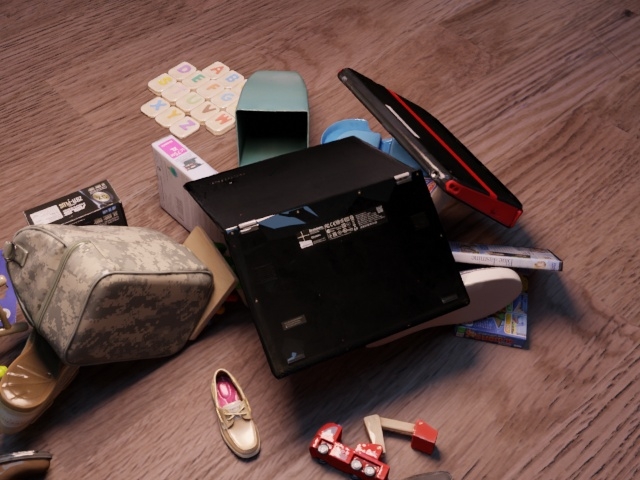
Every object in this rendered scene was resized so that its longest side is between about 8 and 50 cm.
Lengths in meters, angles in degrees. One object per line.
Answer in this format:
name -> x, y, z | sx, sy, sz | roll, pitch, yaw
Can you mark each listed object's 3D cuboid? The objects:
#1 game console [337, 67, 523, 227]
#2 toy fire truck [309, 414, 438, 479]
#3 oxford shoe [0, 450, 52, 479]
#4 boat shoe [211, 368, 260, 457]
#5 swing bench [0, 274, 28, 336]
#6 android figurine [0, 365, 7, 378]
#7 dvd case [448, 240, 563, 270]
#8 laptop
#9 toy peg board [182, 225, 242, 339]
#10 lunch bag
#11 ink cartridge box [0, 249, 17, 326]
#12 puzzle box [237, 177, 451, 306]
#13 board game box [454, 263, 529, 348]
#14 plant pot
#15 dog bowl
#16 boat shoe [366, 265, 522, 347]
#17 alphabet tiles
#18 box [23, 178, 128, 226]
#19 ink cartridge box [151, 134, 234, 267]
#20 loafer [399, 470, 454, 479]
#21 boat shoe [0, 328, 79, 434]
game console -> 0.227, -0.185, 1.507 | 0.342, 0.060, 0.386 | 13, 32, -49
toy fire truck -> 0.092, 0.350, 1.275 | 0.192, 0.047, 0.135 | 21, 51, 17
oxford shoe -> -0.545, 0.410, 1.199 | 0.227, 0.083, 0.096 | -20, 71, -16
boat shoe -> -0.155, 0.301, 1.302 | 0.063, 0.059, 0.170 | -20, 52, -18
swing bench -> -0.709, 0.086, 1.339 | 0.254, 0.165, 0.253 | -24, 52, -21
android figurine -> -0.681, 0.302, 1.293 | 0.248, 0.056, 0.273 | 32, 57, 24
dvd case -> 0.335, 0.027, 1.455 | 0.253, 0.022, 0.180 | 5, 7, 9
laptop -> 0.000, 0.000, 1.369 | 0.382, 0.236, 0.408 | -18, 84, -18
toy peg board -> -0.224, 0.086, 1.455 | 0.079, 0.161, 0.161 | 14, 30, -50
lunch bag -> -0.384, 0.072, 1.342 | 0.256, 0.213, 0.305 | 39, 20, 30
ink cartridge box -> -0.725, 0.098, 1.473 | 0.224, 0.045, 0.223 | -9, 50, -10
puzzle box -> 0.053, 0.004, 1.494 | 0.272, 0.052, 0.409 | 7, 43, 41
board game box -> 0.349, 0.115, 1.493 | 0.136, 0.035, 0.201 | 11, 50, 8
plant pot -> -0.108, -0.302, 1.768 | 0.165, 0.166, 0.234 | 1, 41, 0
dog bowl -> 0.148, -0.194, 1.731 | 0.297, 0.074, 0.166 | 9, 49, 7
boat shoe -> 0.204, 0.082, 1.433 | 0.340, 0.127, 0.158 | -15, 47, 1
alphabet tiles -> -0.310, -0.370, 1.906 | 0.284, 0.021, 0.278 | 35, 57, 26
box -> -0.493, -0.021, 1.515 | 0.180, 0.147, 0.077 | -25, 54, -22
ink cartridge box -> -0.229, -0.065, 1.534 | 0.065, 0.186, 0.311 | -33, 58, -29
loafer -> 0.147, 0.418, 1.208 | 0.170, 0.061, 0.062 | -19, 51, -18
boat shoe -> -0.488, 0.221, 1.331 | 0.109, 0.098, 0.302 | 27, 30, -6
